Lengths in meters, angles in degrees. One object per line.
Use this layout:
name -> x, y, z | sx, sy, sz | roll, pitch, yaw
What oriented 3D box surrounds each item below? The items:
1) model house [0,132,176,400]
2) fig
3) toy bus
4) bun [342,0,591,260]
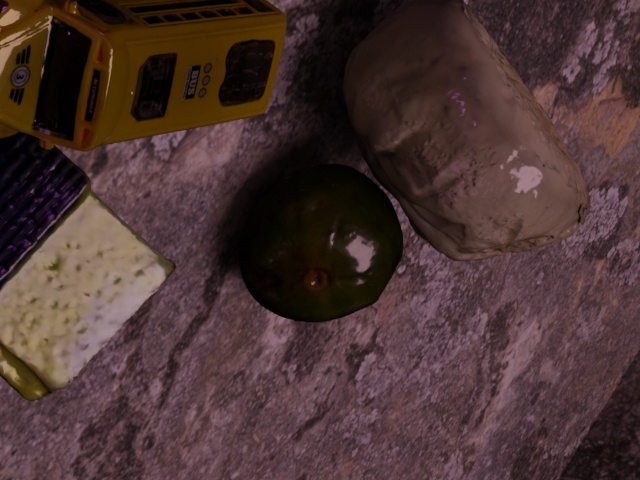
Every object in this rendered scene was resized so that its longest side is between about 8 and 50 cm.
model house -> -0.291, 0.013, 1.436 | 0.194, 0.170, 0.211 | -47, 118, -9
fig -> 0.000, 0.000, 1.800 | 0.245, 0.195, 0.195 | -85, -163, -79
toy bus -> -0.187, -0.169, 1.391 | 0.331, 0.151, 0.145 | -17, 130, -49
bun -> 0.155, -0.116, 1.770 | 0.211, 0.360, 0.360 | -34, 150, 12
